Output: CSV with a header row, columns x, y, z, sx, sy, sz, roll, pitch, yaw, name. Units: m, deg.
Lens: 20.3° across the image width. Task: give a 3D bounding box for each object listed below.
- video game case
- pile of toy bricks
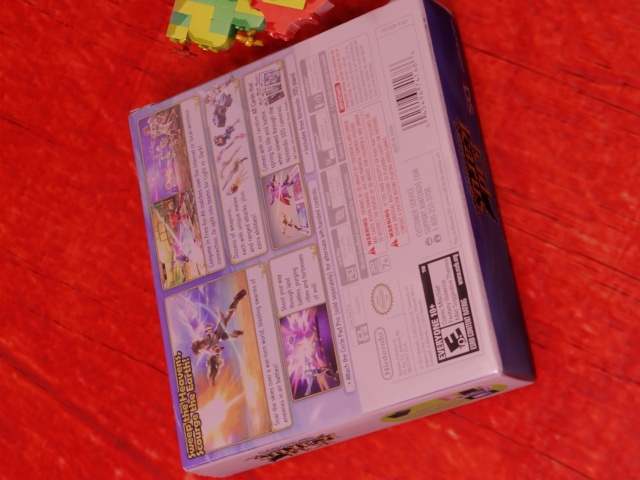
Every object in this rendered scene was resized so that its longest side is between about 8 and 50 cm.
x,y,z,sx,sy,sz,roll,pitch,yaw,name
0.000,0.000,1.212,0.244,0.061,0.269,-19,70,26,video game case
-0.077,-0.179,1.272,0.212,0.118,0.105,14,89,20,pile of toy bricks
